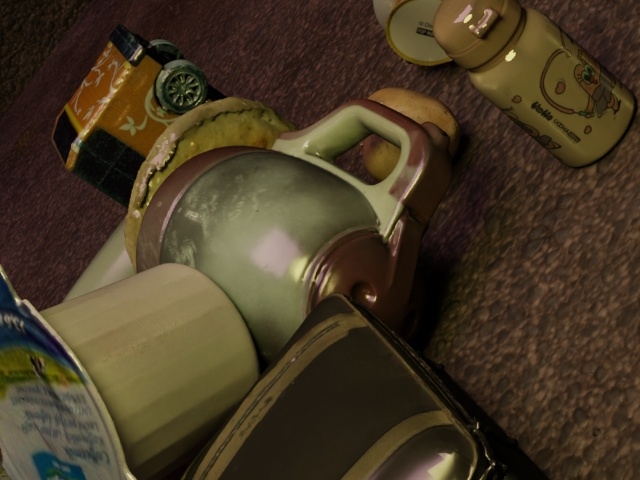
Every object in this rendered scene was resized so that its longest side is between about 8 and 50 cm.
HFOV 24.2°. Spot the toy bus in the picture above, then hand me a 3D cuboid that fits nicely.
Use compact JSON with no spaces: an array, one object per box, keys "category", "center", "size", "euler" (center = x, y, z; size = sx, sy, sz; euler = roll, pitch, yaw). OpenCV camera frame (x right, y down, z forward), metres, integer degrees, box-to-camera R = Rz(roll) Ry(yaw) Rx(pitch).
[{"category":"toy bus","center":[-0.146,-0.094,1.795],"size":[0.194,0.323,0.162],"euler":[-53,25,4]}]

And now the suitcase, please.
[{"category":"suitcase","center":[0.035,0.233,1.222],"size":[0.283,0.194,0.434],"euler":[-52,24,4]}]

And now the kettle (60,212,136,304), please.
[{"category":"kettle","center":[-0.250,0.105,1.886],"size":[0.255,0.165,0.240],"euler":[-49,10,9]}]

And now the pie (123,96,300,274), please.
[{"category":"pie","center":[-0.096,-0.026,1.691],"size":[0.055,0.274,0.274],"euler":[19,74,54]}]

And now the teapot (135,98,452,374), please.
[{"category":"teapot","center":[0.000,0.000,1.537],"size":[0.312,0.233,0.315],"euler":[19,81,53]}]

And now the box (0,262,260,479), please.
[{"category":"box","center":[-0.198,0.116,1.442],"size":[0.206,0.291,0.262],"euler":[-26,9,-37]}]

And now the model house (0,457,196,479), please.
[{"category":"model house","center":[-0.202,0.207,1.675],"size":[0.267,0.194,0.325],"euler":[-9,47,57]}]

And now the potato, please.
[{"category":"potato","center":[0.094,-0.113,1.665],"size":[0.112,0.112,0.147],"euler":[-58,21,-9]}]

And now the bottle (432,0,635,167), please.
[{"category":"bottle","center":[0.196,-0.167,1.428],"size":[0.097,0.209,0.110],"euler":[-52,24,2]}]

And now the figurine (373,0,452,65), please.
[{"category":"figurine","center":[0.134,-0.328,1.830],"size":[0.263,0.142,0.189],"euler":[-84,16,-48]}]

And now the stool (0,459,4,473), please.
[{"category":"stool","center":[-0.418,0.377,1.814],"size":[0.195,0.198,0.195],"euler":[-35,30,31]}]
